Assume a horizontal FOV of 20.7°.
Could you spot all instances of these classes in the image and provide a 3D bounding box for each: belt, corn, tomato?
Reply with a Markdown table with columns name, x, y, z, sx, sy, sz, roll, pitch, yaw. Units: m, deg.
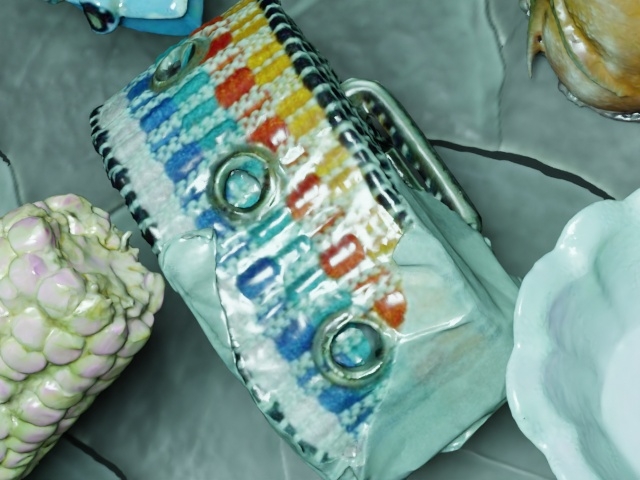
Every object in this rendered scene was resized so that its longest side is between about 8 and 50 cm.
| name | x | y | z | sx | sy | sz | roll | pitch | yaw |
| --- | --- | --- | --- | --- | --- | --- | --- | --- | --- |
| belt | 0.000 | 0.000 | 0.907 | 0.150 | 0.207 | 0.257 | -37 | 76 | 7 |
| corn | -0.204 | 0.093 | 0.914 | 0.126 | 0.127 | 0.335 | 53 | 126 | 13 |
| tomato | 0.169 | -0.185 | 0.931 | 0.181 | 0.155 | 0.214 | -27 | 76 | 2 |

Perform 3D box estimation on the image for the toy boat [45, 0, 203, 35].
| name | x | y | z | sx | sy | sz | roll | pitch | yaw |
| --- | --- | --- | --- | --- | --- | --- | --- | --- | --- |
| toy boat | -0.135 | -0.187 | 0.986 | 0.109 | 0.098 | 0.238 | -42 | 52 | 3 |

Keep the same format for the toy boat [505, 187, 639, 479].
| name | x | y | z | sx | sy | sz | roll | pitch | yaw |
| --- | --- | --- | --- | --- | --- | --- | --- | --- | --- |
| toy boat | 0.226 | 0.086 | 0.881 | 0.290 | 0.100 | 0.199 | 21 | 75 | -1 |
